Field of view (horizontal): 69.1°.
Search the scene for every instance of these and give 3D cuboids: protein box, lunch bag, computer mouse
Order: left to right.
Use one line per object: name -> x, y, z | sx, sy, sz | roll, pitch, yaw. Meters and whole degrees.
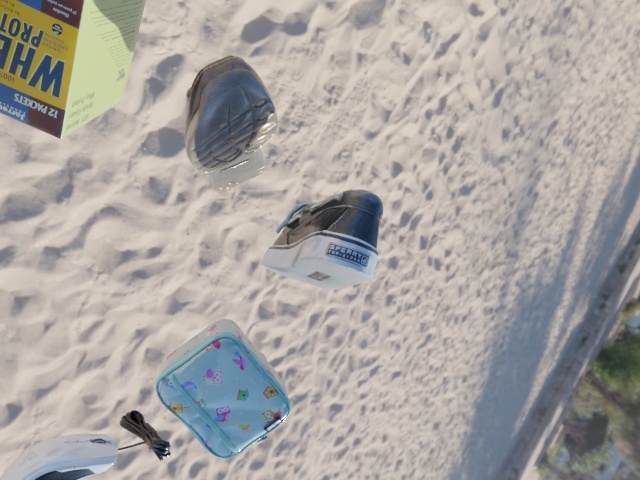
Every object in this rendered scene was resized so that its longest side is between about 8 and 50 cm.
protein box -> -0.356, -0.286, 0.638 | 0.200, 0.135, 0.201 | -84, -160, -58
computer mouse -> -0.305, 0.275, 0.608 | 0.192, 0.106, 0.042 | -3, 108, -43
lunch bag -> -0.210, 0.336, 1.024 | 0.224, 0.108, 0.279 | -35, 108, -4

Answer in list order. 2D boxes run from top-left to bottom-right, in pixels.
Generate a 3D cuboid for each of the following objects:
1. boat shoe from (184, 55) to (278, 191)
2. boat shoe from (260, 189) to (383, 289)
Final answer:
boat shoe -> -0.153, -0.176, 0.691 | 0.132, 0.130, 0.355 | -25, 176, -15
boat shoe -> -0.004, -0.002, 0.618 | 0.306, 0.113, 0.105 | 145, -36, -74
